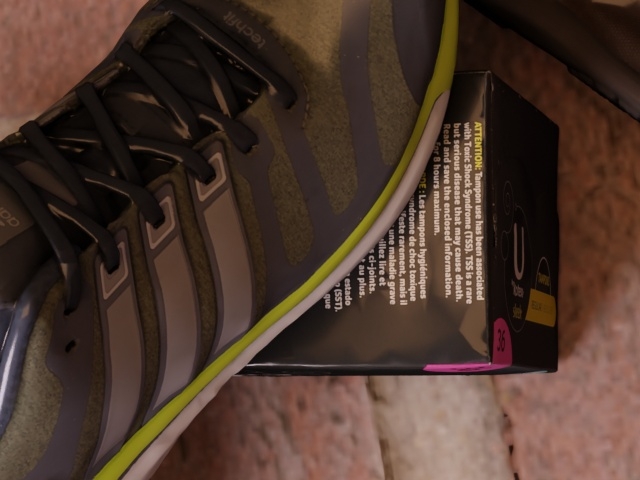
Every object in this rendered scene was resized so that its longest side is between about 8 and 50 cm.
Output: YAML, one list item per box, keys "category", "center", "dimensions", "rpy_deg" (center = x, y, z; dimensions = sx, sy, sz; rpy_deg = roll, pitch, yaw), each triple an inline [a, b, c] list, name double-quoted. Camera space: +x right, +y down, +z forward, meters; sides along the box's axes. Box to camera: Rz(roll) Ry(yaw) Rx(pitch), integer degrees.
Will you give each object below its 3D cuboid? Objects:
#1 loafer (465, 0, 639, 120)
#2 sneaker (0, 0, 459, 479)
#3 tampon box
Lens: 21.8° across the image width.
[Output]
- category: "loafer"
  center: [0.118, -0.090, 0.602]
  dimensions: [0.220, 0.080, 0.078]
  rpy_deg: [37, 100, 18]
- category: "sneaker"
  center: [-0.062, -0.003, 0.502]
  dimensions: [0.111, 0.121, 0.300]
  rpy_deg: [32, 86, 20]
- category: "tampon box"
  center: [0.000, 0.000, 0.618]
  dimensions: [0.161, 0.120, 0.101]
  rpy_deg: [-1, 85, 20]
